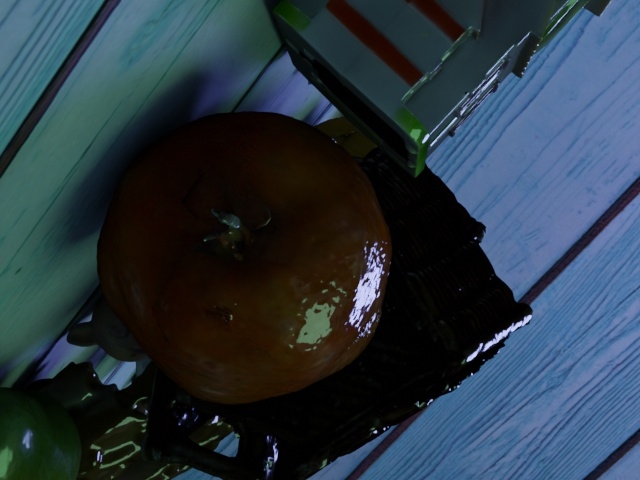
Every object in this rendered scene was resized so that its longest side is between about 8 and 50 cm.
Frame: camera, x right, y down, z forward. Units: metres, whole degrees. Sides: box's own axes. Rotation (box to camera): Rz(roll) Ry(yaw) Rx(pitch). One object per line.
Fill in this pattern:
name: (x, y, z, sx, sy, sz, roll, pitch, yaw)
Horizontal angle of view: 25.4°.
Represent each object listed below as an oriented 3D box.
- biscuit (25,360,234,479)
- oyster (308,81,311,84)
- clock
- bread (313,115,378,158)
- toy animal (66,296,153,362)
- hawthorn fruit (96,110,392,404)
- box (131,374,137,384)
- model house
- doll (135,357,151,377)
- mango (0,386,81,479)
biscuit: (-0.215, 0.203, 1.421, 0.268, 0.115, 0.366, -41, 165, 16)
oyster: (0.027, -0.182, 1.233, 0.100, 0.037, 0.098, -20, 142, -32)
clock: (0.128, -0.207, 1.026, 0.309, 0.166, 0.235, -48, 176, 0)
bread: (0.000, 0.000, 1.497, 0.270, 0.195, 0.142, -51, -177, -6)
toy animal: (-0.152, 0.053, 1.271, 0.150, 0.083, 0.089, -45, -139, 20)
hawthorn fruit: (-0.049, 0.006, 0.965, 0.211, 0.211, 0.299, -47, 177, -7)
box: (-0.206, 0.158, 1.955, 0.126, 0.031, 0.091, -42, 173, -47)
model house: (0.040, 0.065, 1.238, 0.317, 0.282, 0.297, -24, 119, -66)
doll: (-0.162, 0.133, 1.651, 0.110, 0.107, 0.181, -55, 179, -21)
mango: (-0.260, 0.185, 1.114, 0.156, 0.114, 0.251, -38, 174, -13)
